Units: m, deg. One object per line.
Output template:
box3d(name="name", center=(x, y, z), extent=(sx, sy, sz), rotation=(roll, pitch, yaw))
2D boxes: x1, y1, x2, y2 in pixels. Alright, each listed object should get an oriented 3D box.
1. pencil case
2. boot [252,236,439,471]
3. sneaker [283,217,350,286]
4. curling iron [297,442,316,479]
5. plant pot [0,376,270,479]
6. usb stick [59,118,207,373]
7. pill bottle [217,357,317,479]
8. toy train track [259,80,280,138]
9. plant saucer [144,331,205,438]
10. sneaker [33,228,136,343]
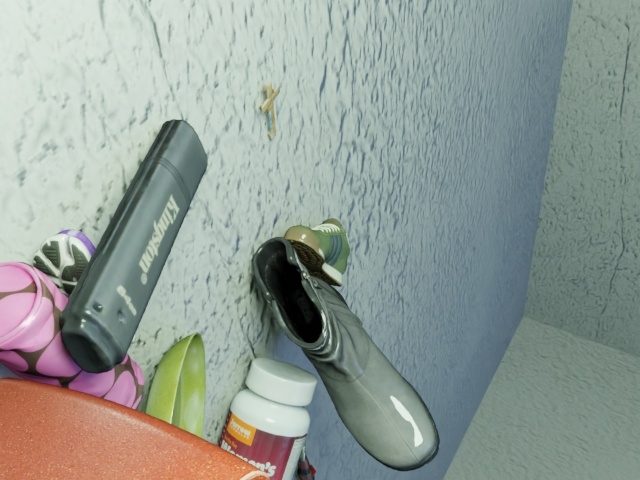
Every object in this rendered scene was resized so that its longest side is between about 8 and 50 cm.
box3d(name="pencil case", center=(-0.240, 0.101, 0.610), extent=(0.209, 0.098, 0.095), rotation=(70, 1, -53))
box3d(name="boot", center=(0.022, 0.163, 0.942), extent=(0.118, 0.338, 0.222), rotation=(-40, 153, 0))
box3d(name="sneaker", center=(0.000, 0.000, 1.049), extent=(0.192, 0.064, 0.086), rotation=(53, 52, -60))
box3d(name="curling iron", center=(-0.027, 0.423, 1.296), extent=(0.274, 0.035, 0.068), rotation=(80, 4, -52))
box3d(name="plant pot", center=(-0.198, 0.245, 0.425), extent=(0.267, 0.236, 0.267), rotation=(-30, 131, -37))
box3d(name="usb stick", center=(-0.161, -0.009, 0.628), extent=(0.278, 0.045, 0.077), rotation=(-77, 165, -45))
box3d(name="pill bottle", center=(-0.086, 0.293, 1.009), extent=(0.121, 0.121, 0.221), rotation=(10, 99, -64))
box3d(name="toy train track", center=(-0.066, -0.162, 0.855), extent=(0.083, 0.014, 0.048), rotation=(88, 26, -49))
box3d(name="plant saucer", center=(-0.170, 0.225, 0.793), extent=(0.241, 0.037, 0.240), rotation=(4, 90, -90))
box3d(name="sneaker", center=(-0.216, 0.036, 0.662), extent=(0.170, 0.068, 0.071), rotation=(83, 20, -57))
